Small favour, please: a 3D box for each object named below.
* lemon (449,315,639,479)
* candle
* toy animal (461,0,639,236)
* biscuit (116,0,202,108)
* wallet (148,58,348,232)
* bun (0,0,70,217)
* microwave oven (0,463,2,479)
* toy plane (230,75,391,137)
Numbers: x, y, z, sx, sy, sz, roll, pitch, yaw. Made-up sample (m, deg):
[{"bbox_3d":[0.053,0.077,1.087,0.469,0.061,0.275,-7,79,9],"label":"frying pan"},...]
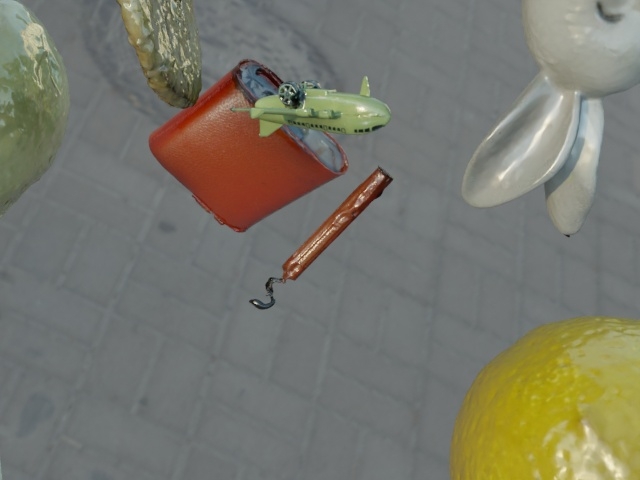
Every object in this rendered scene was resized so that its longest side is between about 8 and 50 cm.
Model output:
[{"bbox_3d":[0.284,0.227,1.328,0.336,0.336,0.336,19,39,-17],"label":"lemon"},{"bbox_3d":[0.001,0.000,1.166,0.021,0.167,0.026,44,10,1],"label":"candle"},{"bbox_3d":[0.137,-0.105,0.669,0.131,0.127,0.181,1,71,-29],"label":"toy animal"},{"bbox_3d":[-0.135,-0.208,1.077,0.033,0.220,0.220,-14,44,8],"label":"biscuit"},{"bbox_3d":[-0.074,-0.088,1.308,0.142,0.204,0.045,44,57,-12],"label":"wallet"},{"bbox_3d":[-0.413,-0.101,1.321,0.352,0.227,0.349,-28,38,-6],"label":"bun"},{"bbox_3d":[-0.380,0.295,1.298,0.145,0.194,0.240,-5,74,-18],"label":"microwave oven"},{"bbox_3d":[-0.003,-0.091,0.922,0.111,0.040,0.102,-1,9,28],"label":"toy plane"}]
